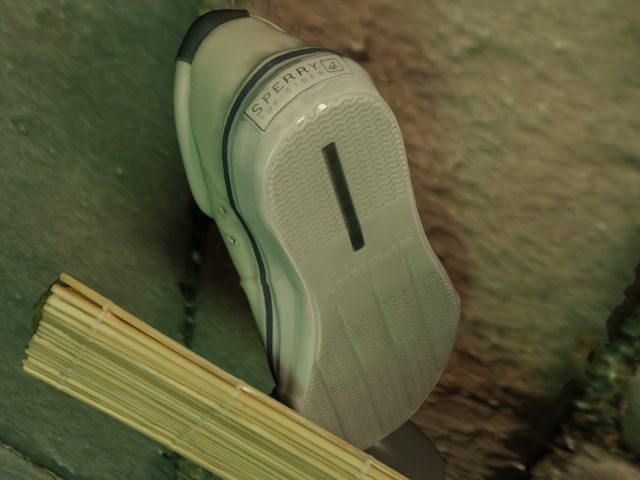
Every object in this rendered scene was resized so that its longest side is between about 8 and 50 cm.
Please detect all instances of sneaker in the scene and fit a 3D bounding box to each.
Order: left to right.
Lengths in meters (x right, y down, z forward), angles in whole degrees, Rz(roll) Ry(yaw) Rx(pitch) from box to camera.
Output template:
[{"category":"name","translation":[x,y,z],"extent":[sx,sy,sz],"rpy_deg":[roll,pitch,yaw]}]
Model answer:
[{"category":"sneaker","translation":[0.000,0.000,0.604],"extent":[0.091,0.094,0.258],"rpy_deg":[50,161,36]}]

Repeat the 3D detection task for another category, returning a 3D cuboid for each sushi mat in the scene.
[{"category":"sushi mat","translation":[-0.003,0.118,0.652],"extent":[0.316,0.019,0.151],"rpy_deg":[31,158,-4]}]

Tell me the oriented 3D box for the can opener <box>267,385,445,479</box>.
[{"category":"can opener","translation":[0.070,0.182,0.752],"extent":[0.283,0.076,0.095],"rpy_deg":[42,147,-10]}]
